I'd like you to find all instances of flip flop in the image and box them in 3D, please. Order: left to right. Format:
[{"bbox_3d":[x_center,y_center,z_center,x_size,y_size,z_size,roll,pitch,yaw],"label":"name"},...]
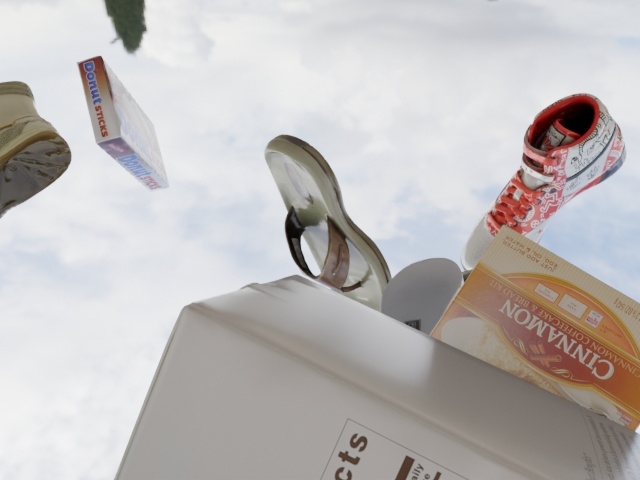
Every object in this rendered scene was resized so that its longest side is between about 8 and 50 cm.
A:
[{"bbox_3d":[0.000,0.000,0.932,0.112,0.277,0.080,7,-134,42],"label":"flip flop"}]

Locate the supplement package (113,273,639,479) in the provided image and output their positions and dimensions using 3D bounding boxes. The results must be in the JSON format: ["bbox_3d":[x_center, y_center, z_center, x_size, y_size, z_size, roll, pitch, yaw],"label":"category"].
[{"bbox_3d":[0.057,0.159,0.398,0.293,0.175,0.177,25,-172,13],"label":"supplement package"}]

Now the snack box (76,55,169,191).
[{"bbox_3d":[-0.158,-0.089,0.633,0.022,0.064,0.178,-15,173,-2],"label":"snack box"}]

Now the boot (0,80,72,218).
[{"bbox_3d":[-0.382,-0.081,0.814,0.213,0.077,0.165,-34,-133,-10],"label":"boot"}]

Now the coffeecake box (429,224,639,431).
[{"bbox_3d":[0.139,0.107,0.530,0.142,0.185,0.068,33,-179,23],"label":"coffeecake box"}]

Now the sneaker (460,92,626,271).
[{"bbox_3d":[0.264,-0.070,0.979,0.270,0.145,0.090,-43,-127,8],"label":"sneaker"}]

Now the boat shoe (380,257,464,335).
[{"bbox_3d":[0.100,0.101,0.715,0.080,0.076,0.228,-9,-151,13],"label":"boat shoe"}]

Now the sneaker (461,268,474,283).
[{"bbox_3d":[0.200,0.073,0.908,0.083,0.084,0.215,22,176,29],"label":"sneaker"}]
